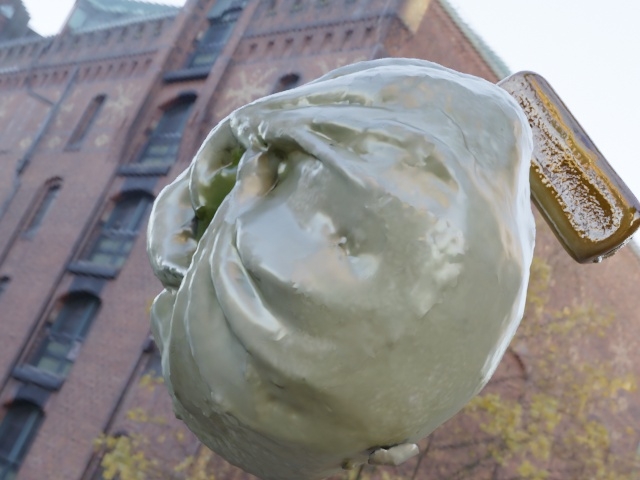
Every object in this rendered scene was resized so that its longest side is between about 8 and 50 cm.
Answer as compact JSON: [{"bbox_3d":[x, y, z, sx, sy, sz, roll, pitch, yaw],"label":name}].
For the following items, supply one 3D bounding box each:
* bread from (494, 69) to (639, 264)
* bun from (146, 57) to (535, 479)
[{"bbox_3d":[0.254,-0.076,1.033,0.074,0.092,0.239,38,21,-56],"label":"bread"},{"bbox_3d":[0.000,0.000,0.510,0.160,0.259,0.259,44,-25,-19],"label":"bun"}]
